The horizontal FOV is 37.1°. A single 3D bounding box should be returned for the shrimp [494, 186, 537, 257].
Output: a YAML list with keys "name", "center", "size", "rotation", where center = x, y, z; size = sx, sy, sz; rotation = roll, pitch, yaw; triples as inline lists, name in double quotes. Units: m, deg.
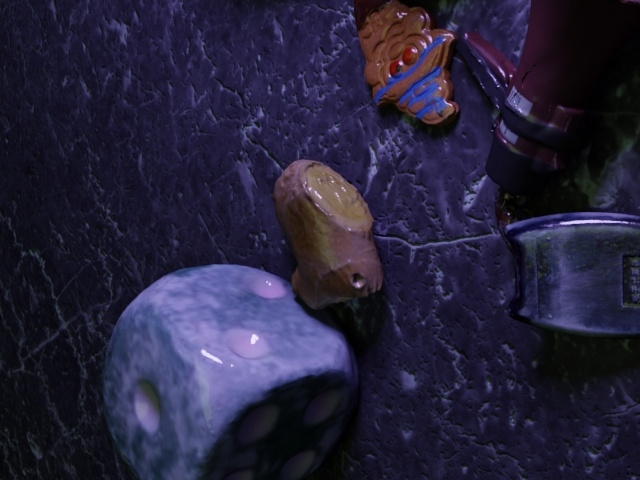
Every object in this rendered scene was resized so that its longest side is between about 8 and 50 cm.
- name: "shrimp"
  center: [0.297, -0.010, 1.393]
  size: [0.065, 0.056, 0.165]
  rotation: [-27, 81, 36]

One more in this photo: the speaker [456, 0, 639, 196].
- name: "speaker"
  center: [0.282, -0.247, 1.294]
  size: [0.259, 0.198, 0.329]
  rotation: [38, 130, 18]

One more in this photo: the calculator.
- name: "calculator"
  center: [0.382, 0.050, 1.308]
  size: [0.268, 0.040, 0.177]
  rotation: [0, 102, 26]

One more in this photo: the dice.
- name: "dice"
  center: [-0.158, 0.256, 1.676]
  size: [0.330, 0.348, 0.328]
  rotation: [43, 123, 37]

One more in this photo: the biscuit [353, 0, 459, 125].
- name: "biscuit"
  center: [0.132, -0.298, 1.521]
  size: [0.183, 0.043, 0.280]
  rotation: [-44, 70, 34]

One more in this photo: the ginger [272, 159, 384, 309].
- name: "ginger"
  center: [0.000, 0.000, 1.627]
  size: [0.276, 0.130, 0.221]
  rotation: [50, 135, 33]
